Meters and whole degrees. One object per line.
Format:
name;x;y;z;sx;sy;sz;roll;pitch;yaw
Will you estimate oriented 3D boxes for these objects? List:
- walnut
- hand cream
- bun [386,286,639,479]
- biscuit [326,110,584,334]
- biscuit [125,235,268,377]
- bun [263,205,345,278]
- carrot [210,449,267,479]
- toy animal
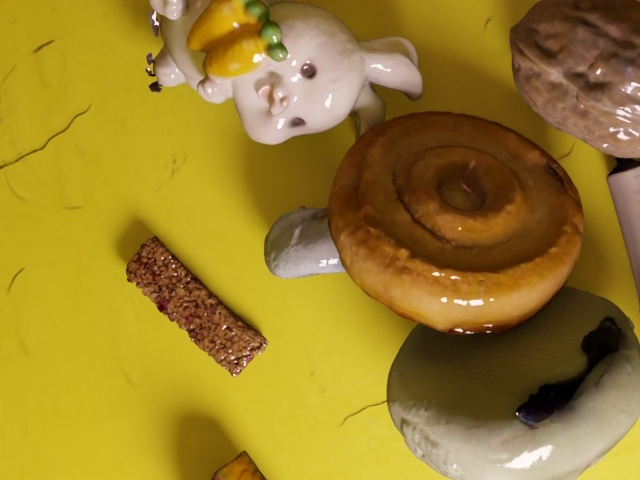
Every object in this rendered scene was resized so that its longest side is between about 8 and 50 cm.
walnut;0.317;-0.197;1.808;0.230;0.178;0.178;28;90;20
hand cream;0.382;-0.013;1.840;0.087;0.054;0.186;-19;89;1
bun;0.222;0.187;1.773;0.293;0.293;0.187;-9;121;9
biscuit;0.154;-0.033;1.781;0.296;0.102;0.296;5;50;-6
biscuit;-0.153;0.081;1.925;0.199;0.034;0.064;42;94;10
bun;0.000;0.000;1.855;0.140;0.141;0.083;-4;91;9
carrot;-0.043;0.394;1.844;0.114;0.114;0.302;-38;78;5
toy animal;-0.054;-0.213;1.842;0.310;0.247;0.183;26;107;25
